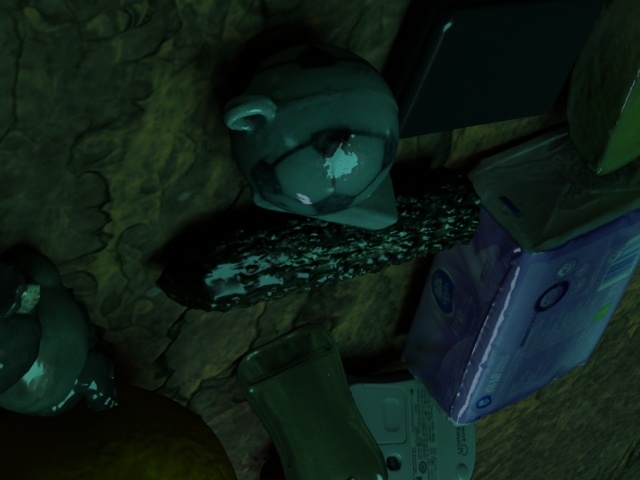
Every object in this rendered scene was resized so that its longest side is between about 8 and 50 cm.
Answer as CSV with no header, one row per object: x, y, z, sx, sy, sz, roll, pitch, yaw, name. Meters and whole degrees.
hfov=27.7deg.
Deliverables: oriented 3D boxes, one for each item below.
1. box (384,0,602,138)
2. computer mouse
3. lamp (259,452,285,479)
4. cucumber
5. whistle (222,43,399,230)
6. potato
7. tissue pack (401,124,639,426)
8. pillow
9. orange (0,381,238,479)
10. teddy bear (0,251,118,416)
0.167,-0.182,1.295,0.230,0.050,0.160,-12,140,-36,box
0.069,0.255,1.650,0.121,0.184,0.297,-16,168,43,computer mouse
-0.030,0.307,1.691,0.101,0.090,0.101,-14,176,-1,lamp
0.000,0.000,1.323,0.359,0.096,0.096,-15,142,-32,cucumber
0.015,-0.092,1.163,0.289,0.163,0.163,9,125,-52,whistle
0.341,-0.195,1.399,0.269,0.112,0.255,-5,137,-45,potato
0.249,0.044,1.567,0.242,0.160,0.338,-20,145,-29,tissue pack
-0.005,0.212,1.504,0.130,0.217,0.033,-26,-179,-20,pillow
-0.219,0.291,1.273,0.312,0.312,0.312,-26,147,-19,orange
-0.284,0.077,1.113,0.171,0.144,0.251,-5,167,10,teddy bear
